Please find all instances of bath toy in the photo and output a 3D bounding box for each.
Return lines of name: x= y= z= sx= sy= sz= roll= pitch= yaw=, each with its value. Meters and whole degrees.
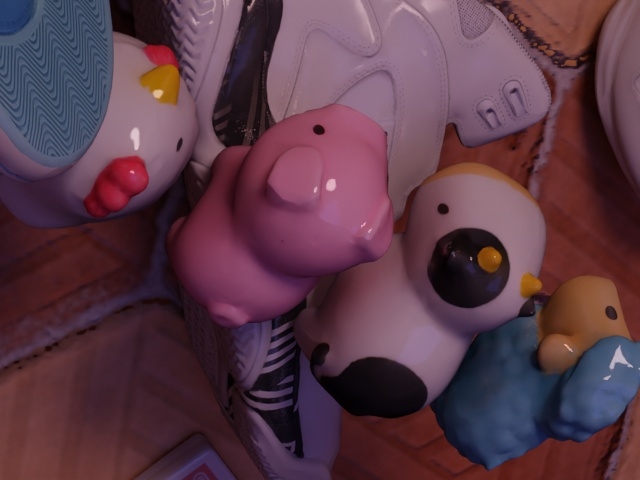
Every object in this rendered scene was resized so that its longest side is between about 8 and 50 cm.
bath toy: x=0.000 y=0.000 z=0.980 sx=0.348 sy=0.129 sz=0.151 roll=28 pitch=97 yaw=-25

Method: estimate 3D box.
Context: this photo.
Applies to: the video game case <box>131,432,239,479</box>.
video game case: x=-0.142 y=0.277 z=1.271 sx=0.285 sy=0.025 sz=0.204 roll=-36 pitch=125 yaw=-4

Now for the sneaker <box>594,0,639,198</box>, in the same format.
sneaker: x=0.256 y=-0.142 z=1.166 sx=0.114 sy=0.152 sz=0.305 roll=-3 pitch=118 yaw=-26

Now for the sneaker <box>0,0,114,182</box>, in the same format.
sneaker: x=-0.233 y=-0.154 z=0.889 sx=0.127 sy=0.208 sz=0.319 roll=-27 pitch=95 yaw=-56

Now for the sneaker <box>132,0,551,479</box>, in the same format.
sneaker: x=0.023 y=-0.025 z=1.123 sx=0.210 sy=0.137 sz=0.366 roll=-16 pitch=117 yaw=-14
